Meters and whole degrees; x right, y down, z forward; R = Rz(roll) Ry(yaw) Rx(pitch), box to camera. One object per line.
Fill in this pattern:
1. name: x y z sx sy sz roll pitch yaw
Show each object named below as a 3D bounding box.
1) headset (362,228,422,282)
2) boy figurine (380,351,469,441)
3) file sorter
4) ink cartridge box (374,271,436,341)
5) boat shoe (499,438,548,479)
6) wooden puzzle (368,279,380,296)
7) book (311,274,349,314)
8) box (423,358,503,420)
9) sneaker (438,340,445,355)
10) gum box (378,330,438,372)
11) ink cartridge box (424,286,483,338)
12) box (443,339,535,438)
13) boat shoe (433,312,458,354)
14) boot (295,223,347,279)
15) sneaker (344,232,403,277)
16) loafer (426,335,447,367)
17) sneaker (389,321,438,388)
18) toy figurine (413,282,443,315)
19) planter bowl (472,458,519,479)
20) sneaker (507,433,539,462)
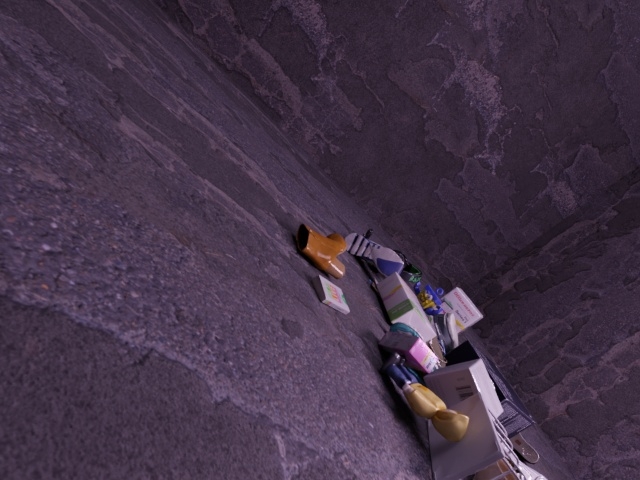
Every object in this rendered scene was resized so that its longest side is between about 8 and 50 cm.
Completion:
1. headset: 0.376 0.090 2.188 0.394 0.185 0.244 31 16 37
2. boy figurine: 0.297 0.451 1.179 0.177 0.092 0.285 34 3 -44
3. file sorter: 0.436 0.604 1.134 0.173 0.193 0.278 53 14 -1
4. ink cartridge box: 0.375 0.288 1.855 0.207 0.119 0.353 49 13 -26
5. boat shoe: 0.653 0.803 1.368 0.367 0.135 0.157 47 18 18
6. wooden puzzle: 0.261 0.231 1.898 0.116 0.014 0.078 56 10 5
7. book: 0.036 0.182 1.336 0.144 0.035 0.096 36 24 -47
8. box: 0.477 0.515 1.367 0.119 0.182 0.180 -3 69 -48
9. sneaker: 0.526 0.489 1.962 0.188 0.067 0.078 51 36 -1
10. gum box: 0.287 0.371 1.364 0.107 0.062 0.188 48 -22 -14
11. ink cartridge box: 0.704 0.414 2.218 0.201 0.278 0.117 56 15 25
12. box: 0.773 0.699 1.902 0.313 0.179 0.343 40 18 -30
13. boat shoe: 0.630 0.494 2.044 0.116 0.099 0.319 -52 135 -49
14. boot: -0.001 0.001 1.531 0.211 0.104 0.295 43 20 -25
15. sneaker: 0.276 0.066 2.048 0.316 0.127 0.182 33 7 12
16. loafer: 0.500 0.467 1.863 0.251 0.087 0.094 53 15 14
17. sneaker: 0.349 0.424 1.515 0.110 0.107 0.275 9 42 -56
18. toy figurine: 0.550 0.309 2.151 0.191 0.217 0.362 36 20 -42
19. planter bowl: 0.536 0.743 1.233 0.162 0.109 0.162 45 15 -15
20. sneaker: 0.938 0.971 1.950 0.222 0.083 0.118 53 -6 41
